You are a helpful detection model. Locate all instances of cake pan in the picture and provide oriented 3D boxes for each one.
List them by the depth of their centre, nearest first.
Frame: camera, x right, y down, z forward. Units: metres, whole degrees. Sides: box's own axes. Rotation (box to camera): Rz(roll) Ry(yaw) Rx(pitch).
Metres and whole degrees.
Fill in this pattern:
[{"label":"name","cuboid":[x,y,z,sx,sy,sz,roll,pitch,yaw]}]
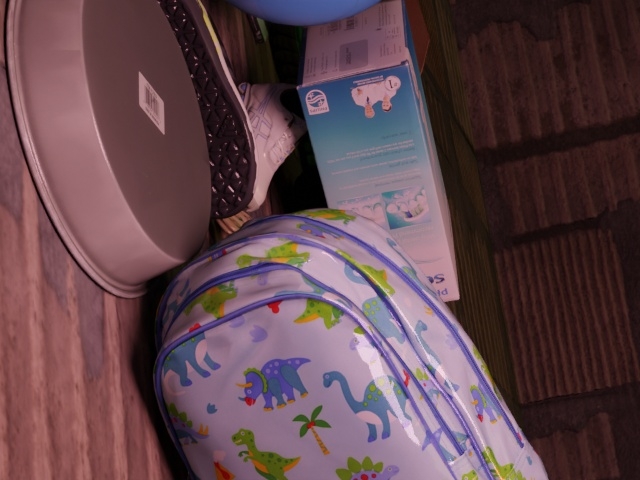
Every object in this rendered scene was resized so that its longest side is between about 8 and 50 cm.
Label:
[{"label":"cake pan","cuboid":[-0.161,-0.101,1.108,0.293,0.054,0.293,-13,90,-76]}]

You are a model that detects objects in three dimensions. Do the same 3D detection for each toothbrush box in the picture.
[{"label":"toothbrush box","cuboid":[0.069,-0.096,1.541,0.216,0.126,0.296,-87,163,-60]}]

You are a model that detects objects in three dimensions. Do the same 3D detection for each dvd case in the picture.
[{"label":"dvd case","cuboid":[-0.085,-0.312,1.670,0.087,0.013,0.119,-77,151,-60]}]

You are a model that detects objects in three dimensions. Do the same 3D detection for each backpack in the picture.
[{"label":"backpack","cuboid":[0.011,0.146,1.141,0.273,0.290,0.356,-15,85,-64]}]

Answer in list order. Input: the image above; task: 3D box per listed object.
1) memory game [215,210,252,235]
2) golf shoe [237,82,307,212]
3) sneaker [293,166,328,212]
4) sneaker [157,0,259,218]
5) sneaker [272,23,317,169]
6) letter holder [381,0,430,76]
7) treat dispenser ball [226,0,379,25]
[{"label":"memory game","cuboid":[-0.038,0.028,1.369,0.186,0.012,0.186,44,8,-8]},{"label":"golf shoe","cuboid":[-0.056,-0.110,1.465,0.069,0.086,0.176,64,21,-49]},{"label":"sneaker","cuboid":[0.000,0.000,1.624,0.209,0.069,0.082,-84,161,-52]},{"label":"sneaker","cuboid":[-0.106,-0.139,1.294,0.097,0.084,0.235,-40,117,-76]},{"label":"sneaker","cuboid":[0.047,-0.151,1.778,0.134,0.146,0.344,-65,141,-68]},{"label":"letter holder","cuboid":[0.037,-0.357,1.914,0.214,0.152,0.302,-76,150,-57]},{"label":"treat dispenser ball","cuboid":[-0.019,-0.370,1.418,0.288,0.288,0.288,-12,90,-76]}]
